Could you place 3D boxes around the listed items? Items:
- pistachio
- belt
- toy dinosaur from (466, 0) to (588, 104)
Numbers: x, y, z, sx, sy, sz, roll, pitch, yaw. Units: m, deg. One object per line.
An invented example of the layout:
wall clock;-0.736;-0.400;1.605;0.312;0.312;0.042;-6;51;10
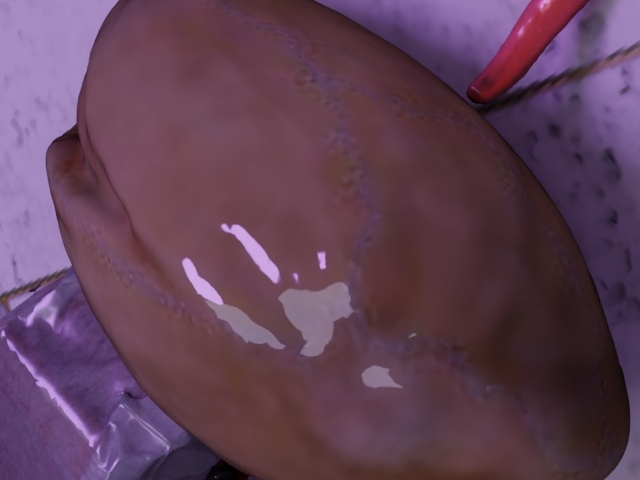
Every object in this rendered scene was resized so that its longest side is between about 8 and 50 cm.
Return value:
pistachio;0.000;0.000;0.622;0.293;0.181;0.162;40;119;38
belt;-0.096;0.102;0.778;0.124;0.128;0.201;49;134;21
toy dinosaur;0.155;-0.144;0.530;0.139;0.070;0.286;25;123;11
